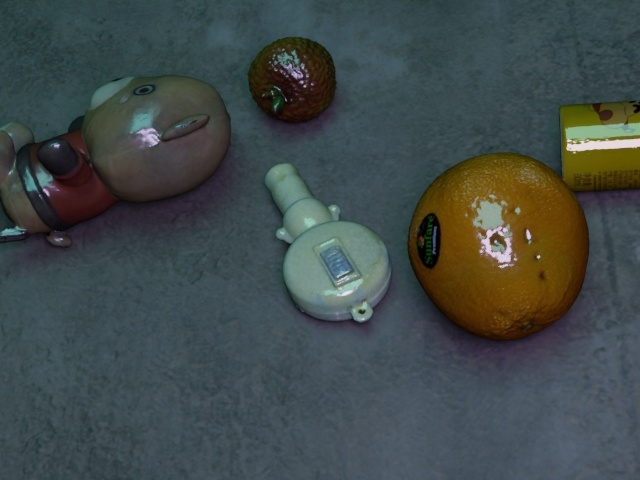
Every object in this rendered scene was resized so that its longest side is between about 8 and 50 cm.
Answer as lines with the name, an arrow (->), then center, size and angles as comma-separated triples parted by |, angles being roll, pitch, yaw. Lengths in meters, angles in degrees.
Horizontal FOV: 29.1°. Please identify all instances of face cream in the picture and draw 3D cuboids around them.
face cream -> 0.452, -0.115, 1.415 | 0.348, 0.105, 0.105 | -2, 52, 11

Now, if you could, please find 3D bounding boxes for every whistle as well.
whistle -> 0.000, 0.000, 1.449 | 0.126, 0.067, 0.258 | -23, 48, -8

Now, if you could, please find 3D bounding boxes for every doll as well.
doll -> -0.268, -0.100, 1.520 | 0.330, 0.235, 0.174 | -20, 93, 6

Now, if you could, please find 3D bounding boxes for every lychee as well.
lychee -> -0.035, -0.207, 1.594 | 0.114, 0.114, 0.146 | 15, 37, 23

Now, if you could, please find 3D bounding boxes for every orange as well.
orange -> 0.191, 0.006, 1.323 | 0.206, 0.206, 0.206 | -6, 51, 8
